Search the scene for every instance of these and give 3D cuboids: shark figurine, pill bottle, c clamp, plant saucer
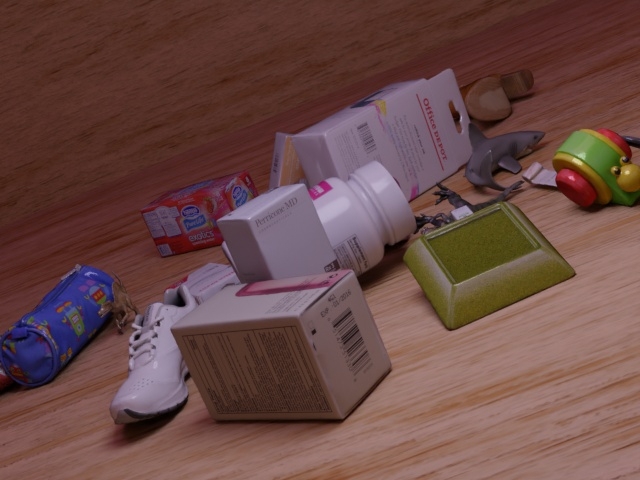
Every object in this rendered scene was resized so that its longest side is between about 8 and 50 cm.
[{"bbox_3d":[0.301,-0.161,1.873,0.166,0.116,0.278,-15,15,30],"label":"shark figurine"},{"bbox_3d":[0.000,0.000,1.608,0.283,0.160,0.160,-31,16,-7],"label":"pill bottle"},{"bbox_3d":[0.505,-0.149,1.570,0.160,0.022,0.137,15,4,0],"label":"c clamp"},{"bbox_3d":[0.222,0.019,1.390,0.188,0.045,0.188,-24,35,-3],"label":"plant saucer"}]

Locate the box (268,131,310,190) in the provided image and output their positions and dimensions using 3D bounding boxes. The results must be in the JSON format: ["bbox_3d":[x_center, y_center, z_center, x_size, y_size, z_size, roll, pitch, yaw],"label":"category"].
[{"bbox_3d":[-0.011,-0.151,2.118,0.170,0.130,0.091,5,9,-17],"label":"box"}]

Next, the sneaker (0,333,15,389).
[{"bbox_3d":[-0.619,0.228,1.897,0.088,0.093,0.225,-27,17,-15],"label":"sneaker"}]

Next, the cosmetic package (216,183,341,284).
[{"bbox_3d":[-0.040,0.048,1.418,0.117,0.231,0.085,-34,19,-34],"label":"cosmetic package"}]

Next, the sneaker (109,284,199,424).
[{"bbox_3d":[-0.247,0.170,1.499,0.111,0.129,0.297,-16,18,17],"label":"sneaker"}]

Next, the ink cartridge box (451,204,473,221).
[{"bbox_3d":[0.234,-0.008,1.541,0.029,0.063,0.115,-23,17,1],"label":"ink cartridge box"}]

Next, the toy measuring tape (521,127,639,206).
[{"bbox_3d":[0.390,-0.122,1.584,0.121,0.121,0.330,-26,17,-13],"label":"toy measuring tape"}]

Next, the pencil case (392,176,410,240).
[{"bbox_3d":[0.015,-0.022,1.786,0.284,0.124,0.124,-16,17,20],"label":"pencil case"}]

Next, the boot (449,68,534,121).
[{"bbox_3d":[0.355,-0.321,2.384,0.211,0.104,0.295,-15,11,43],"label":"boot"}]

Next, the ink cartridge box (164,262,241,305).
[{"bbox_3d":[-0.195,0.094,1.803,0.109,0.063,0.150,-30,18,-27],"label":"ink cartridge box"}]

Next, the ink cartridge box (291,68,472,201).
[{"bbox_3d":[0.137,-0.186,2.001,0.353,0.207,0.119,-31,19,-30],"label":"ink cartridge box"}]

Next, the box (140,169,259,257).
[{"bbox_3d":[-0.265,-0.060,2.299,0.256,0.128,0.122,-13,19,35],"label":"box"}]

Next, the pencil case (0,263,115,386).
[{"bbox_3d":[-0.485,0.149,1.902,0.119,0.133,0.306,-13,19,19],"label":"pencil case"}]

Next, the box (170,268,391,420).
[{"bbox_3d":[-0.051,0.137,1.295,0.232,0.149,0.127,-9,21,41],"label":"box"}]

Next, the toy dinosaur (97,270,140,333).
[{"bbox_3d":[-0.376,0.116,1.922,0.053,0.093,0.183,-18,19,5],"label":"toy dinosaur"}]

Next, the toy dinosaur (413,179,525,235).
[{"bbox_3d":[0.225,-0.047,1.692,0.118,0.064,0.268,12,32,38],"label":"toy dinosaur"}]
